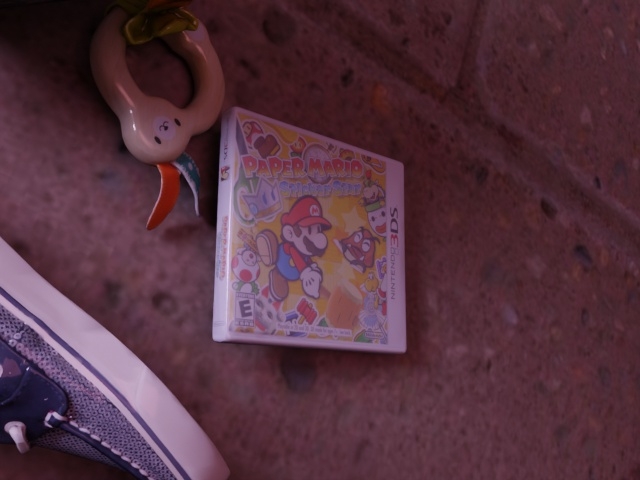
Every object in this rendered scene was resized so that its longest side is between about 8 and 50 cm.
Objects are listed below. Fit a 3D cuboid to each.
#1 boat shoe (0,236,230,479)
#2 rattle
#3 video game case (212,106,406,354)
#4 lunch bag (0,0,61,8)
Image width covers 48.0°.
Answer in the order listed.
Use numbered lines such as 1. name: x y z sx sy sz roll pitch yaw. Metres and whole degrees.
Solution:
1. boat shoe: -0.227 0.100 0.474 0.340 0.127 0.158 46 64 -10
2. rattle: -0.104 -0.122 0.589 0.130 0.143 0.199 23 57 -56
3. video game case: 0.000 0.000 0.685 0.227 0.026 0.206 11 73 -41
4. lunch bag: -0.191 -0.301 0.446 0.169 0.236 0.286 -71 154 -72
